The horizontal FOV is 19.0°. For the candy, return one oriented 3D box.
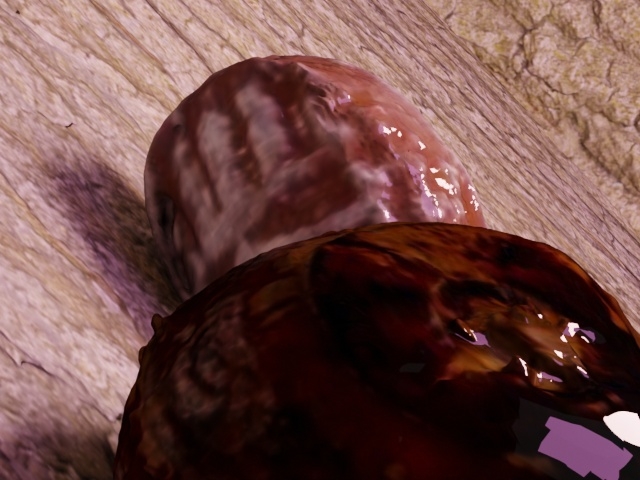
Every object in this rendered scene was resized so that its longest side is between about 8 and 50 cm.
[{"bbox_3d":[0.000,0.000,1.346,0.289,0.214,0.157,53,23,15],"label":"candy"}]

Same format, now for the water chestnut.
[{"bbox_3d":[0.046,0.156,1.058,0.350,0.302,0.350,12,27,-6],"label":"water chestnut"}]
